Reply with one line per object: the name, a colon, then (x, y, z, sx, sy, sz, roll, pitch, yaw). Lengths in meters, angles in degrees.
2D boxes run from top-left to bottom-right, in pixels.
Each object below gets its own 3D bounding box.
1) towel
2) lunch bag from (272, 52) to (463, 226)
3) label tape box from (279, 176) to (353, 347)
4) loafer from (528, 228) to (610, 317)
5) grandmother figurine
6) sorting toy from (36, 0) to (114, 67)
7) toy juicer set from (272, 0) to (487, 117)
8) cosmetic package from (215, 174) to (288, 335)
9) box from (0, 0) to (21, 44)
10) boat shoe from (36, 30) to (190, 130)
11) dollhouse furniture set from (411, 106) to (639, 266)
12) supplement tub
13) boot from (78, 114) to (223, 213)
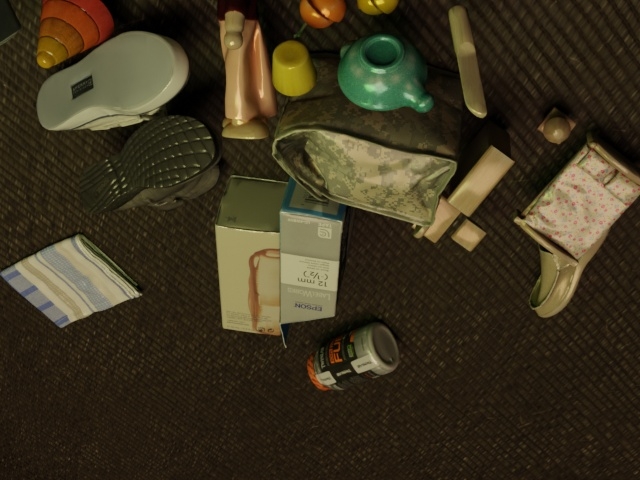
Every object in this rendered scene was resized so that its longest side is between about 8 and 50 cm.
towel: (-0.571, 0.098, 1.900, 0.285, 0.034, 0.209, -21, 125, 30)
lunch bag: (0.072, -0.177, 1.337, 0.287, 0.235, 0.169, 15, 136, -1)
label tape box: (0.000, 0.000, 1.516, 0.115, 0.249, 0.347, 7, 135, 7)
loafer: (0.444, 0.030, 1.554, 0.092, 0.102, 0.268, 17, 126, -2)
grandmother figurine: (-0.120, -0.338, 1.265, 0.104, 0.208, 0.342, -6, 112, -13)
sorting toy: (-0.410, -0.384, 1.199, 0.127, 0.126, 0.365, 14, 149, 12)
toy juicer set: (0.104, -0.287, 1.254, 0.329, 0.209, 0.089, 13, 157, 11)
cosmetic package: (-0.126, 0.035, 1.652, 0.129, 0.153, 0.296, 7, 136, 5)
box: (-0.677, -0.445, 1.208, 0.293, 0.212, 0.395, 17, 140, 32)
boat shoe: (-0.318, -0.251, 1.422, 0.367, 0.136, 0.156, -13, 172, 39)
dollhouse furniture set: (0.377, -0.023, 1.380, 0.355, 0.174, 0.303, 35, 116, -4)
supplement tub: (0.070, 0.262, 1.848, 0.190, 0.117, 0.117, -27, 122, 32)
boot: (-0.250, -0.133, 1.490, 0.338, 0.223, 0.118, -14, 84, 37)
